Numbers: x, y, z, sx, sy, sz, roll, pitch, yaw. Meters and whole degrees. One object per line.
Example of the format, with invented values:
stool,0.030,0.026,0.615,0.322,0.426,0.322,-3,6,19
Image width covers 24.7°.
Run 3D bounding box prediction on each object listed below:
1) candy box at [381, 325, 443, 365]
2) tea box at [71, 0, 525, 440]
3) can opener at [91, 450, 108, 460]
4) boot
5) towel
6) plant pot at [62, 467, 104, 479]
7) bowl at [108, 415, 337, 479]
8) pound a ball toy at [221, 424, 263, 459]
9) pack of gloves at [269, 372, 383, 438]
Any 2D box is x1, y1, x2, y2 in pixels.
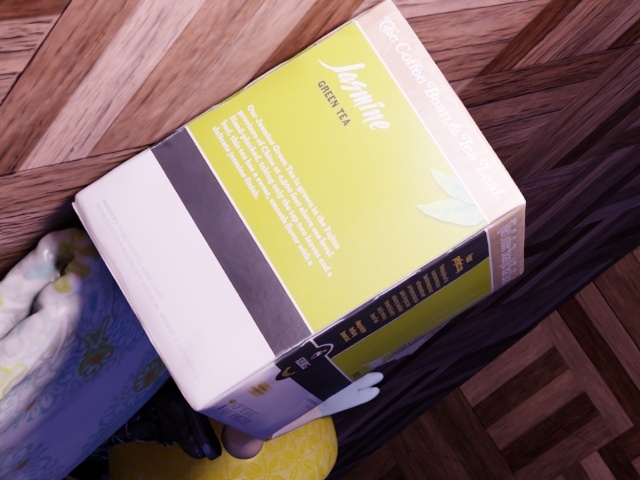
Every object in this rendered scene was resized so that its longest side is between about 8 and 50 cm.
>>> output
candy box,0.107,0.118,2.142,0.159,0.071,0.233,-44,163,28
tea box,0.000,0.000,1.337,0.323,0.220,0.329,-31,166,-1
can opener,-0.272,0.251,1.969,0.186,0.073,0.059,-13,118,-60
boot,-0.246,0.219,1.588,0.229,0.091,0.263,-32,-149,-15
towel,-0.298,0.174,1.380,0.374,0.090,0.320,-47,165,-6
plant pot,-0.354,0.405,1.992,0.237,0.237,0.254,-34,178,5
bowl,-0.125,0.201,1.812,0.289,0.289,0.156,-22,120,-36
pound a ball toy,-0.015,0.091,1.636,0.319,0.208,0.136,-29,165,-17
pack of gloves,0.001,0.116,1.779,0.046,0.195,0.232,-16,178,40
